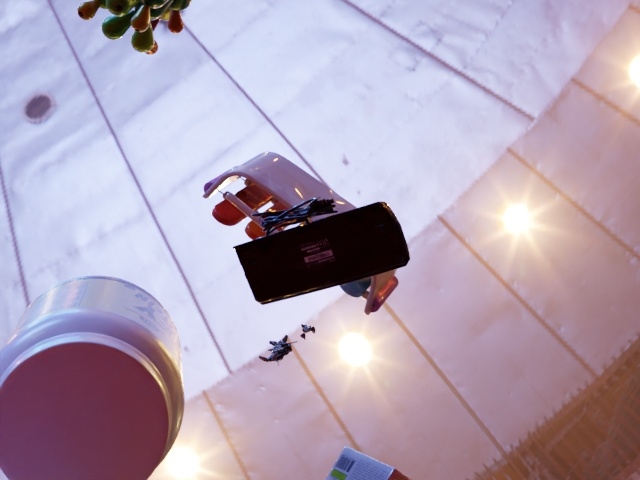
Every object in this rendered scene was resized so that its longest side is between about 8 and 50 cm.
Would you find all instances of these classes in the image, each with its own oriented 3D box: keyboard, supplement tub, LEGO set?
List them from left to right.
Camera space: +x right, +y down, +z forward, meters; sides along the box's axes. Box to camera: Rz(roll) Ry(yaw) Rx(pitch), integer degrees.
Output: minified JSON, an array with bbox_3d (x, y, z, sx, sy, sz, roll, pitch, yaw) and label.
[{"bbox_3d":[-0.293,0.183,1.278,0.236,0.325,0.235,-1,-81,-9],"label":"supplement tub"},{"bbox_3d":[-0.041,0.138,1.302,0.083,0.054,0.023,-24,-72,-9],"label":"LEGO set"},{"bbox_3d":[0.000,0.000,1.063,0.192,0.038,0.100,-16,-81,27],"label":"keyboard"}]

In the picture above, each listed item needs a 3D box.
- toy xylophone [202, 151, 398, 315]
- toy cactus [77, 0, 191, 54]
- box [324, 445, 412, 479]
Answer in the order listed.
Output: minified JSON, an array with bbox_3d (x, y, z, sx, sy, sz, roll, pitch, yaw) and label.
[{"bbox_3d":[-0.030,-0.017,1.457,0.323,0.236,0.081,39,-61,15],"label":"toy xylophone"},{"bbox_3d":[-0.187,-0.303,1.204,0.181,0.219,0.112,-28,-95,11],"label":"toy cactus"},{"bbox_3d":[0.102,0.363,1.273,0.114,0.203,0.103,9,-117,58],"label":"box"}]
